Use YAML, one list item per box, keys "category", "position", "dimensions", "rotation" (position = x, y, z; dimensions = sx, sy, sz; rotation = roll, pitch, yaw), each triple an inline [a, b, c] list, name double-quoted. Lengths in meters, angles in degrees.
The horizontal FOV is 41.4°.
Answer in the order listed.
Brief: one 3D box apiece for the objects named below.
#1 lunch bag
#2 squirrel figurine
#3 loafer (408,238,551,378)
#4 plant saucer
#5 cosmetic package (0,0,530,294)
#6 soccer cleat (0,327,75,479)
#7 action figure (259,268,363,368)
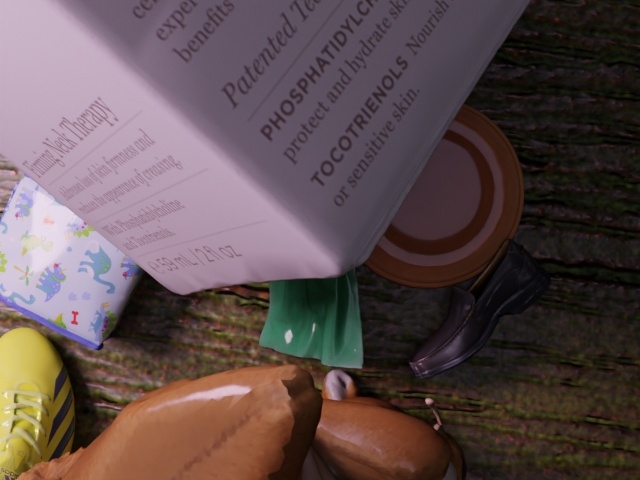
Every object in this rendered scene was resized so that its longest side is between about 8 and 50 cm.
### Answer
- category: "lunch bag"
  position: [-0.254, 0.018, 0.849]
  dimensions: [0.151, 0.096, 0.129]
  rotation: [27, 90, -7]
- category: "squirrel figurine"
  position: [-0.063, 0.230, 0.734]
  dimensions: [0.396, 0.370, 0.281]
  rotation: [-15, 89, 26]
- category: "loafer"
  position: [0.148, 0.069, 0.846]
  dimensions: [0.170, 0.062, 0.061]
  rotation: [-41, 102, -9]
- category: "plant saucer"
  position: [0.111, -0.050, 0.865]
  dimensions: [0.199, 0.037, 0.200]
  rotation: [0, 89, 2]
- category: "cosmetic package"
  position: [-0.110, -0.207, 0.632]
  dimensions: [0.393, 0.329, 0.327]
  rotation: [42, 67, -18]
- category: "soccer cleat"
  position: [-0.288, 0.213, 0.799]
  dimensions: [0.093, 0.121, 0.289]
  rotation: [2, 64, -9]
- category: "action figure"
  position: [0.000, 0.000, 0.842]
  dimensions: [0.137, 0.063, 0.232]
  rotation: [6, 96, 36]
